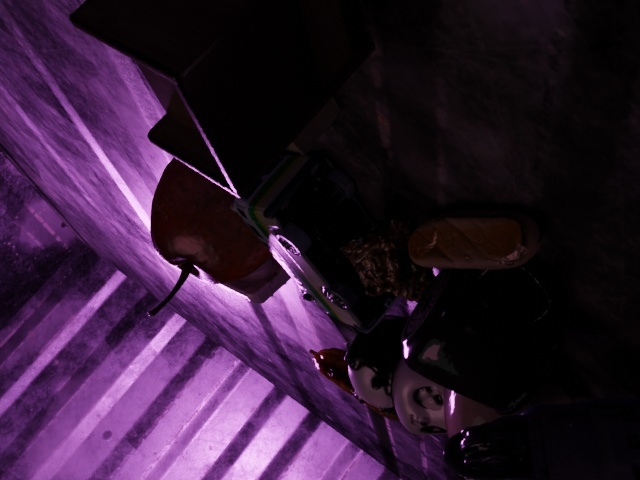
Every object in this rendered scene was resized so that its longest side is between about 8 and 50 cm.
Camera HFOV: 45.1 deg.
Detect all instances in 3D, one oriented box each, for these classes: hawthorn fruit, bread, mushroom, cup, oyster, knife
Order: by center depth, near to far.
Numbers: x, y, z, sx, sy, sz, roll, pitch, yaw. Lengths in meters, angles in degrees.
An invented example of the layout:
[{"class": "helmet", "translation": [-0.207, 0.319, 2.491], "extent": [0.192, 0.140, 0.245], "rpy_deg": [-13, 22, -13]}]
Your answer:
[{"class": "bread", "translation": [0.182, -0.001, 0.913], "extent": [0.214, 0.053, 0.073], "rpy_deg": [-5, 90, 61]}, {"class": "cup", "translation": [0.219, 0.110, 0.976], "extent": [0.176, 0.169, 0.223], "rpy_deg": [35, 132, 1]}, {"class": "oyster", "translation": [0.105, 0.039, 1.092], "extent": [0.177, 0.105, 0.056], "rpy_deg": [55, -174, -41]}, {"class": "mushroom", "translation": [0.284, 0.244, 1.148], "extent": [0.204, 0.204, 0.204], "rpy_deg": [35, 162, 13]}, {"class": "hawthorn fruit", "translation": [-0.177, -0.039, 1.286], "extent": [0.231, 0.263, 0.235], "rpy_deg": [57, -164, 17]}, {"class": "knife", "translation": [0.071, 0.220, 1.751], "extent": [0.060, 0.028, 0.230], "rpy_deg": [7, 142, 39]}, {"class": "bread", "translation": [0.085, 0.329, 1.872], "extent": [0.344, 0.084, 0.124], "rpy_deg": [26, 175, 45]}]

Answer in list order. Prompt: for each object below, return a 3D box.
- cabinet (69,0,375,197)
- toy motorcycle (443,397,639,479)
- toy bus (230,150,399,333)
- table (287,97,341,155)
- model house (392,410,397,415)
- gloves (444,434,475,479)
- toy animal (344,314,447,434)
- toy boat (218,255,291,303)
[{"class": "cabinet", "translation": [-0.080, -0.192, 0.715], "extent": [0.148, 0.215, 0.175], "rpy_deg": [32, 162, 27]}, {"class": "toy motorcycle", "translation": [0.328, 0.276, 0.945], "extent": [0.358, 0.125, 0.212], "rpy_deg": [0, 145, 3]}, {"class": "toy bus", "translation": [0.000, 0.000, 1.161], "extent": [0.165, 0.133, 0.276], "rpy_deg": [17, 150, 50]}, {"class": "table", "translation": [-0.037, -0.156, 0.937], "extent": [0.083, 0.079, 0.062], "rpy_deg": [20, 155, 51]}, {"class": "model house", "translation": [0.183, 0.283, 1.540], "extent": [0.148, 0.119, 0.149], "rpy_deg": [43, 155, -10]}, {"class": "gloves", "translation": [0.375, 0.491, 1.651], "extent": [0.203, 0.124, 0.164], "rpy_deg": [17, -164, -10]}, {"class": "toy animal", "translation": [0.172, 0.238, 1.340], "extent": [0.235, 0.165, 0.187], "rpy_deg": [28, 149, 37]}, {"class": "toy boat", "translation": [-0.184, 0.031, 1.618], "extent": [0.269, 0.141, 0.141], "rpy_deg": [30, 160, 34]}]
